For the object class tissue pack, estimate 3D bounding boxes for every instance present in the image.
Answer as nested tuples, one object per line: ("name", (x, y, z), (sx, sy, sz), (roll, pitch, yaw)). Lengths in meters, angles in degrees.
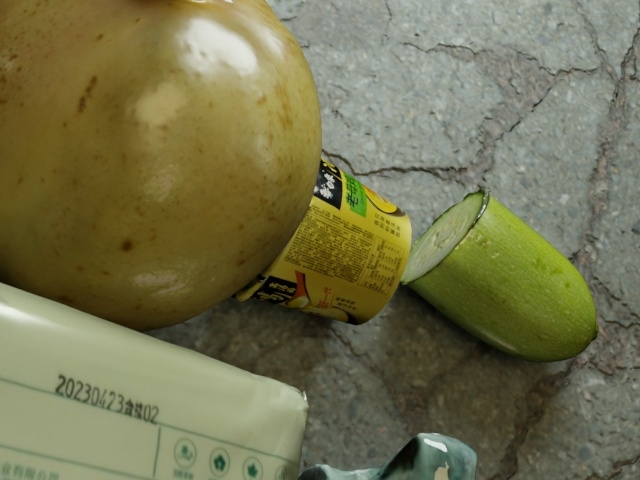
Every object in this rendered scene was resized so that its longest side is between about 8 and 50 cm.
("tissue pack", (-0.204, 0.187, 0.635), (0.380, 0.207, 0.297), (30, 60, -41))

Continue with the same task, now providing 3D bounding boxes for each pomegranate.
("pomegranate", (-0.143, -0.092, 0.744), (0.319, 0.319, 0.319), (5, 73, -17))

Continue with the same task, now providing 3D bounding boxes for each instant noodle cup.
("instant noodle cup", (0.000, 0.000, 0.869), (0.122, 0.151, 0.151), (21, 68, -23))

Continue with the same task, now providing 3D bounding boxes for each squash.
("squash", (0.179, 0.045, 0.926), (0.186, 0.123, 0.123), (36, 67, -10))

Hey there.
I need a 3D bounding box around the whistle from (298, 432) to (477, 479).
("whistle", (0.036, 0.352, 0.745), (0.168, 0.188, 0.405), (17, 70, -13))
